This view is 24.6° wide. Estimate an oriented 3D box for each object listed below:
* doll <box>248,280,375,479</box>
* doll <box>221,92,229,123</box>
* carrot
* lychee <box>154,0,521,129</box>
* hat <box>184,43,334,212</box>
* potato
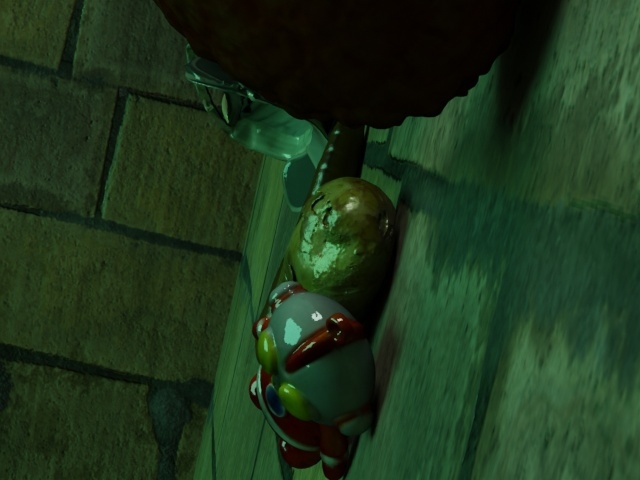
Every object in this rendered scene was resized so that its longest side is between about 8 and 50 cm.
[{"bbox_3d":[-0.008,0.104,1.103,0.142,0.076,0.245,59,162,13],"label":"doll"},{"bbox_3d":[-0.031,-0.253,1.984,0.208,0.144,0.271,11,93,64],"label":"doll"},{"bbox_3d":[0.000,0.000,1.457,0.069,0.069,0.336,150,138,-82],"label":"carrot"},{"bbox_3d":[0.012,-0.213,0.809,0.255,0.255,0.300,-107,-5,-78],"label":"lychee"},{"bbox_3d":[-0.049,-0.169,1.752,0.161,0.232,0.275,-42,29,2],"label":"hat"},{"bbox_3d":[0.011,0.019,1.158,0.170,0.080,0.107,107,177,-55],"label":"potato"}]
